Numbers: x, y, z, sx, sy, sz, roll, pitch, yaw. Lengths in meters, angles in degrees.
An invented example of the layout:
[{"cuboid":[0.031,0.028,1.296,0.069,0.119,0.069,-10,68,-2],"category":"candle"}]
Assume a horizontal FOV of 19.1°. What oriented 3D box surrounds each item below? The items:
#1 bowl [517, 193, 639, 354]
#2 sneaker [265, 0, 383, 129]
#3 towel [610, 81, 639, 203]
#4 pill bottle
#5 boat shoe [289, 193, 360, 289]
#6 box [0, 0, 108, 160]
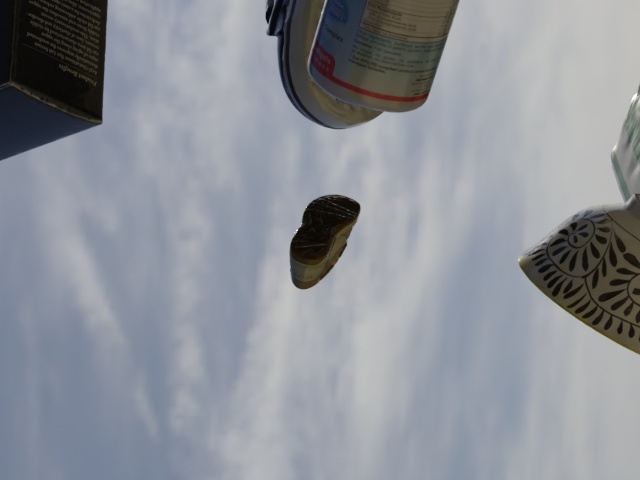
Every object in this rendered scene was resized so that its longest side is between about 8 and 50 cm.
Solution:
[{"cuboid":[0.229,0.019,1.309,0.080,0.170,0.170,-63,-13,14],"category":"bowl"},{"cuboid":[0.016,-0.205,1.539,0.126,0.127,0.321,42,-132,-28],"category":"sneaker"},{"cuboid":[0.318,-0.142,1.540,0.248,0.038,0.325,-91,16,-61],"category":"towel"},{"cuboid":[0.052,-0.173,1.266,0.087,0.087,0.160,-50,-21,-62],"category":"pill bottle"},{"cuboid":[0.000,0.000,1.784,0.135,0.050,0.045,-50,-23,-55],"category":"boat shoe"},{"cuboid":[-0.270,-0.186,1.615,0.108,0.153,0.207,23,-119,-47],"category":"box"}]
